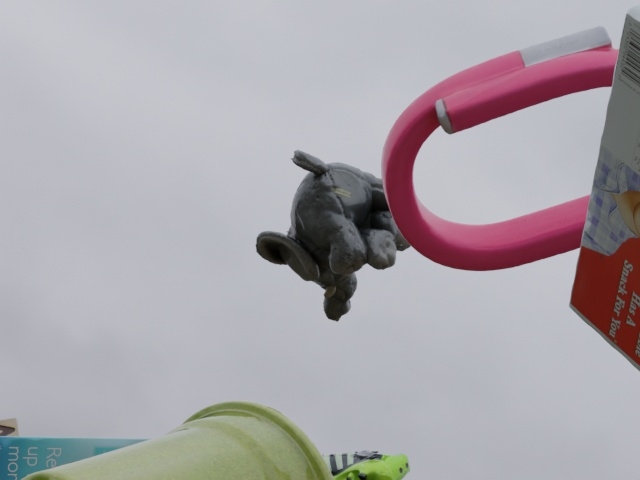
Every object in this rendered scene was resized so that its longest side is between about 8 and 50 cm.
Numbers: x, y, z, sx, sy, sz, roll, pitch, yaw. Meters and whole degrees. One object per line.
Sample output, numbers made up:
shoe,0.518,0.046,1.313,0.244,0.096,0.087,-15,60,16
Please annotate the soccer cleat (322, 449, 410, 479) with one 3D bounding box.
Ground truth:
soccer cleat,0.026,0.267,1.723,0.179,0.060,0.072,-7,14,47

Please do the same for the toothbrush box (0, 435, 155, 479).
toothbrush box,-0.243,0.327,1.687,0.296,0.216,0.126,2,-8,-1

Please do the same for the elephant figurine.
elephant figurine,0.000,0.000,2.017,0.169,0.186,0.239,-4,-14,-32

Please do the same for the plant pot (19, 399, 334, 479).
plant pot,-0.158,0.295,1.418,0.276,0.276,0.254,-10,-8,40

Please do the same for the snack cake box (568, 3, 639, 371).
snack cake box,0.259,-0.020,0.986,0.152,0.089,0.264,44,-33,35

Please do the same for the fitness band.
fitness band,0.198,-0.072,1.323,0.291,0.054,0.209,-17,-49,7

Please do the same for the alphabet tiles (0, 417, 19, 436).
alphabet tiles,-0.467,0.357,2.102,0.198,0.237,0.009,-7,-34,-13
